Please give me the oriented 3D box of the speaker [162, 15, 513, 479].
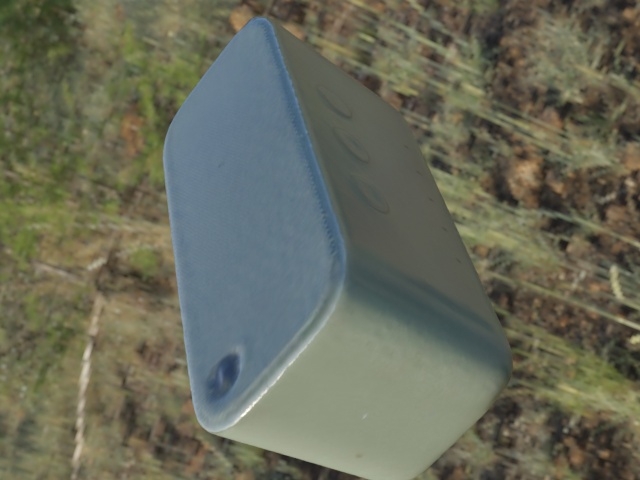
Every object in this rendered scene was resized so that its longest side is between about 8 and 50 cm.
[{"bbox_3d":[0.000,0.000,0.953,0.183,0.184,0.406,-49,32,24],"label":"speaker"}]
